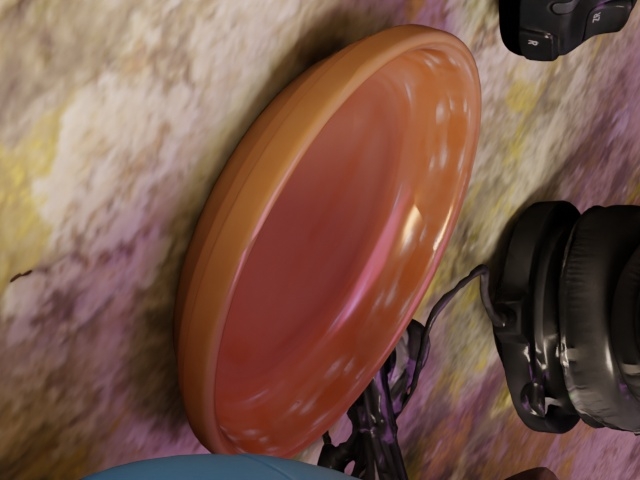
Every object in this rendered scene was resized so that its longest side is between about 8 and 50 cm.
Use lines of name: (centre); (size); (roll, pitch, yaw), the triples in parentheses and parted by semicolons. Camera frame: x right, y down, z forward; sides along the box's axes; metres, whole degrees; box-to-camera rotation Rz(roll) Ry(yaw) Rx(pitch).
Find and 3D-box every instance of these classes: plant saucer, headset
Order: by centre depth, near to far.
plant saucer: (0.000, 0.000, 0.807); (0.200, 0.037, 0.200); (-46, 151, -35)
headset: (0.178, 0.069, 1.019); (0.394, 0.243, 0.185); (2, 88, -34)

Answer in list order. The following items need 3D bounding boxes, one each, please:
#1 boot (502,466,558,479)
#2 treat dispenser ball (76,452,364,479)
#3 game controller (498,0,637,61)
boot: (0.073, 0.175, 0.996); (0.248, 0.090, 0.207); (-35, -172, 46)
treat dispenser ball: (-0.036, 0.215, 0.645); (0.288, 0.288, 0.288); (-46, 152, -33)
game controller: (0.126, -0.226, 0.816); (0.319, 0.067, 0.166); (89, 22, -49)
